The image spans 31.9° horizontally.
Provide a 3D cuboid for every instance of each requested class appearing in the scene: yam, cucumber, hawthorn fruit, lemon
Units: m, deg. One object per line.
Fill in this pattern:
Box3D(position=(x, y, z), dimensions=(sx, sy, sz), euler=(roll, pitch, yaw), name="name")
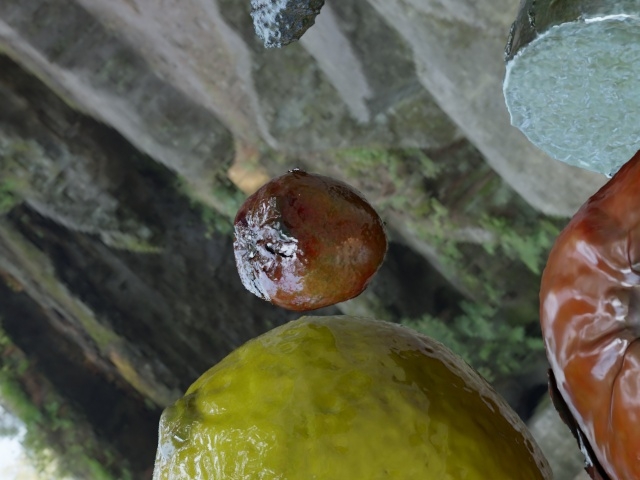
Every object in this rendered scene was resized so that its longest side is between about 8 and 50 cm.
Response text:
Box3D(position=(0.277, -0.227, 0.857), dimensions=(0.241, 0.348, 0.241), euler=(18, 155, 9), name="yam")
Box3D(position=(-0.015, -0.233, 0.878), dimensions=(0.072, 0.072, 0.300), euler=(45, 161, 5), name="cucumber")
Box3D(position=(0.298, 0.045, 0.680), dimensions=(0.307, 0.276, 0.276), euler=(-4, -144, -32), name="hawthorn fruit")
Box3D(position=(-0.005, 0.002, 0.552), dimensions=(0.077, 0.077, 0.077), euler=(44, -174, -5), name="hawthorn fruit")
Box3D(position=(0.025, 0.175, 0.708), dimensions=(0.267, 0.267, 0.267), euler=(44, -174, -5), name="lemon")
